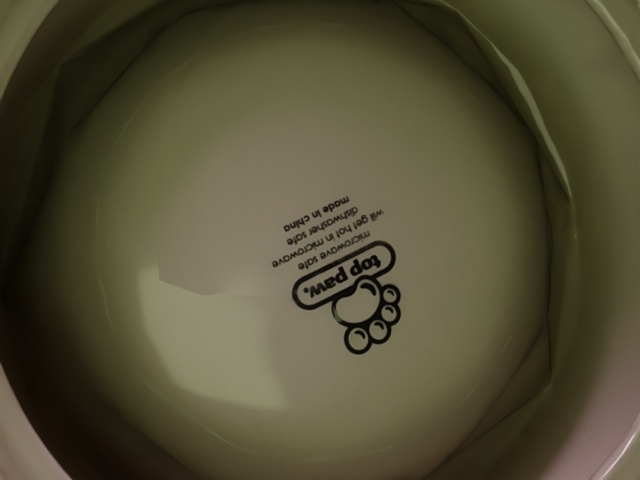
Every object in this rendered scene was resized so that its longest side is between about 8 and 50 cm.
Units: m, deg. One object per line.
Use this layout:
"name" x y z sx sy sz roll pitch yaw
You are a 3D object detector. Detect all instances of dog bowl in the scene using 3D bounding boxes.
"dog bowl" 0.000 0.000 0.683 0.408 0.150 0.408 1 86 -13
